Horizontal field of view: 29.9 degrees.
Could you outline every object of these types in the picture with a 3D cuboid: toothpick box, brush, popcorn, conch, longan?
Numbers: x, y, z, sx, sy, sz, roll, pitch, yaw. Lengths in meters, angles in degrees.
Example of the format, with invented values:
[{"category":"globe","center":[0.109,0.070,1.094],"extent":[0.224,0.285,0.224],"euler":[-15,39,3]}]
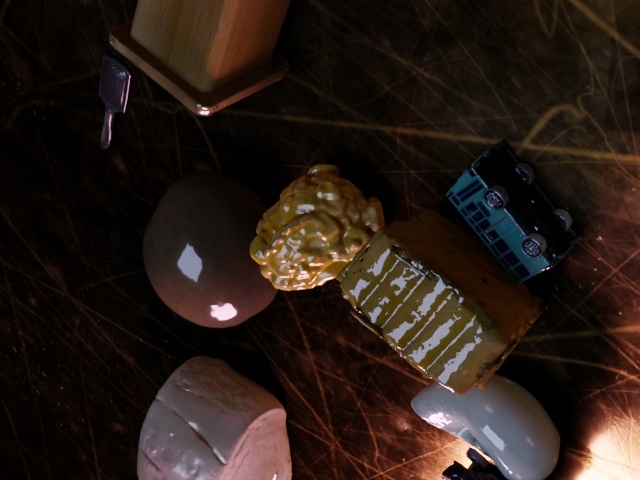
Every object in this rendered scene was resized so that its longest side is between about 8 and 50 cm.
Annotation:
[{"category":"toothpick box","center":[-0.123,-0.350,1.540],"extent":[0.187,0.190,0.308],"euler":[40,135,17]},{"category":"brush","center":[-0.348,-0.223,1.985],"extent":[0.063,0.016,0.193],"euler":[39,139,19]},{"category":"popcorn","center":[-0.006,-0.018,1.677],"extent":[0.194,0.140,0.163],"euler":[-14,103,15]},{"category":"conch","center":[0.236,0.255,1.671],"extent":[0.221,0.121,0.185],"euler":[29,150,31]},{"category":"longan","center":[-0.166,0.009,1.818],"extent":[0.248,0.248,0.248],"euler":[26,134,30]}]

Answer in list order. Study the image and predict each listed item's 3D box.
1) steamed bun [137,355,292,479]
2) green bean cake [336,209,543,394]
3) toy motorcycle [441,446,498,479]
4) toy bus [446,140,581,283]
[{"category":"steamed bun","center":[-0.206,0.416,2.150],"extent":[0.247,0.236,0.383],"euler":[29,135,29]},{"category":"green bean cake","center":[0.159,0.071,1.524],"extent":[0.230,0.224,0.131],"euler":[42,113,12]},{"category":"toy motorcycle","center":[0.248,0.397,1.729],"extent":[0.173,0.108,0.307],"euler":[39,171,17]},{"category":"toy bus","center":[0.234,-0.033,1.488],"extent":[0.160,0.079,0.092],"euler":[51,143,0]}]
